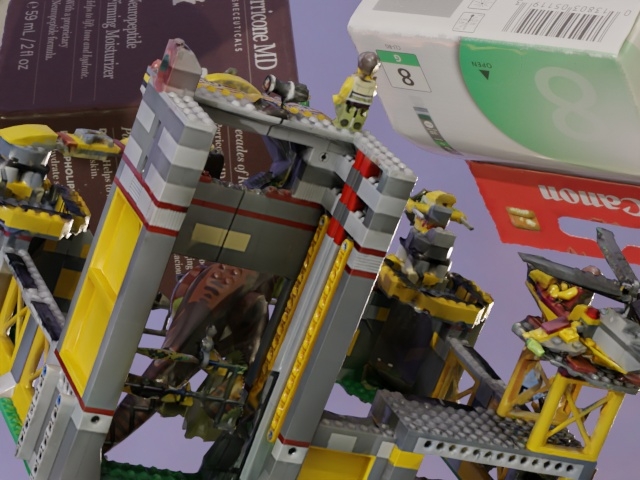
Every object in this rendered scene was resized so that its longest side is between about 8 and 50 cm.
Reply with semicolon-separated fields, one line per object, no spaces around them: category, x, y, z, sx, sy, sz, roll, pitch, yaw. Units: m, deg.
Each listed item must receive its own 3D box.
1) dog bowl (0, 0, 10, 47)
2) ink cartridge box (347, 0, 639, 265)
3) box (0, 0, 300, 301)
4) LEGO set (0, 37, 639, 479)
dog bowl;-0.239;-0.362;1.579;0.150;0.408;0.408;23;-60;-25
ink cartridge box;0.133;-0.049;1.027;0.056;0.181;0.225;-52;-46;-30
box;-0.115;-0.068;1.243;0.203;0.168;0.167;-4;-54;-2
LEGO set;0.000;0.000;0.760;0.331;0.255;0.192;16;-73;-19
